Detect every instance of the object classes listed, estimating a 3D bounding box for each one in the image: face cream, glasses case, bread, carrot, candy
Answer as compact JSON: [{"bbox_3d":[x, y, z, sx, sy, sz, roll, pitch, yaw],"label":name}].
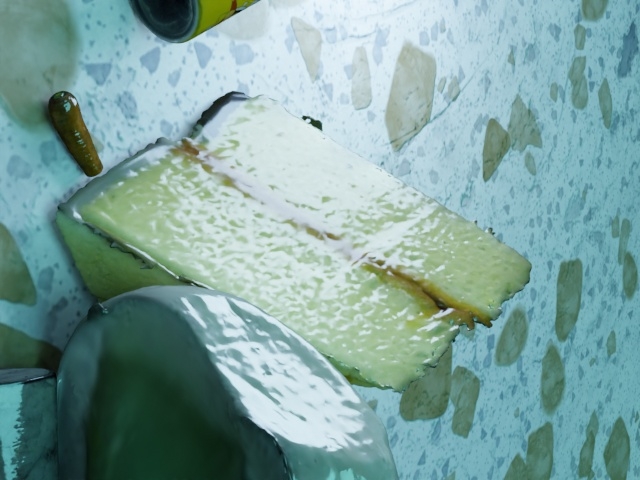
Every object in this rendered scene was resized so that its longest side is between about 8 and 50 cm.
[{"bbox_3d":[-0.066,-0.337,1.093,0.349,0.105,0.105,-43,126,-41],"label":"face cream"},{"bbox_3d":[-0.302,0.272,0.898,0.114,0.060,0.299,-4,99,-31],"label":"glasses case"},{"bbox_3d":[0.000,0.000,1.052,0.345,0.405,0.242,-55,146,-49],"label":"bread"},{"bbox_3d":[-0.245,-0.107,0.955,0.032,0.032,0.093,-49,136,-36],"label":"carrot"},{"bbox_3d":[-0.106,0.267,0.917,0.186,0.386,0.427,-7,120,-57],"label":"candy"}]
